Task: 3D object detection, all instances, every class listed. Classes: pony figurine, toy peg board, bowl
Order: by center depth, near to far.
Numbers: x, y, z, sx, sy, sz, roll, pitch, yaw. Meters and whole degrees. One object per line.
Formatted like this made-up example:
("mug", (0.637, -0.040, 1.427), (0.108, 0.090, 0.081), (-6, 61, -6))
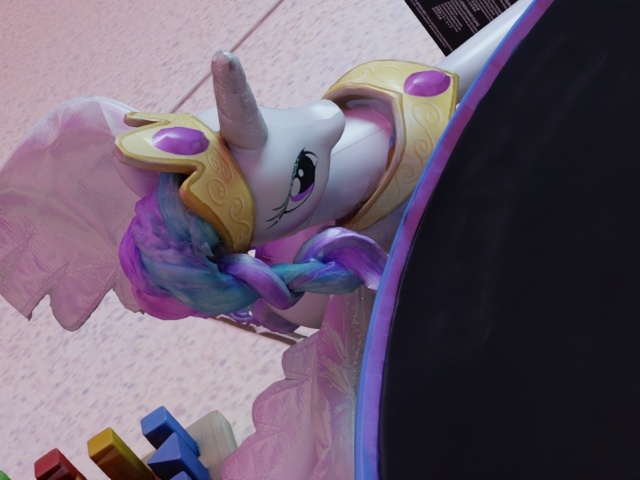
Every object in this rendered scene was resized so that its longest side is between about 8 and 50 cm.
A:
("bowl", (0.170, 0.013, 0.371), (0.391, 0.077, 0.391), (-27, 44, 30))
("pony figurine", (0.000, 0.000, 0.758), (0.363, 0.303, 0.351), (-21, -24, -40))
("toy peg board", (-0.126, 0.170, 0.878), (0.160, 0.079, 0.161), (-35, 30, 4))

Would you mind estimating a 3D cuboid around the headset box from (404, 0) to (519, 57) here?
("headset box", (0.202, -0.182, 0.867), (0.293, 0.218, 0.110), (-18, 34, 39))
